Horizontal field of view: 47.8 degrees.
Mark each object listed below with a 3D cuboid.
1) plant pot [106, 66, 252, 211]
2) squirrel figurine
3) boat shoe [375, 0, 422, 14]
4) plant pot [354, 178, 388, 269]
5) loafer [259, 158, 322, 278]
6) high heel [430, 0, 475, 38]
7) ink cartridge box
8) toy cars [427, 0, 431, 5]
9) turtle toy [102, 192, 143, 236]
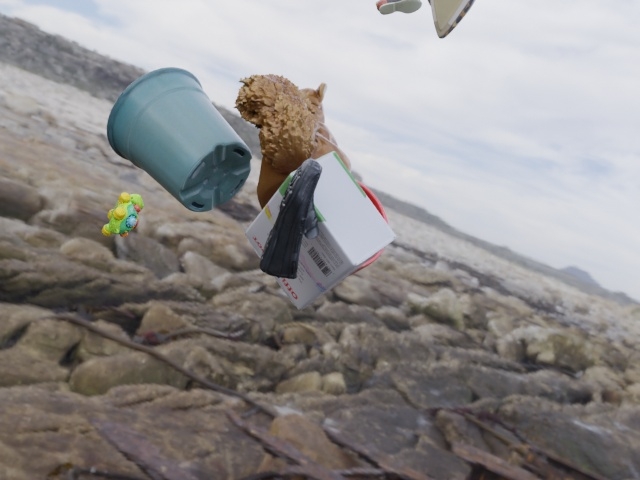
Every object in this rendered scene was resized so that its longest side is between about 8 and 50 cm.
[{"bbox_3d":[-0.397,-0.281,2.153,0.334,0.341,0.341,44,13,25],"label":"plant pot"},{"bbox_3d":[-0.062,-0.305,1.977,0.281,0.370,0.397,-10,-34,15],"label":"squirrel figurine"},{"bbox_3d":[0.230,-0.694,2.123,0.137,0.049,0.043,-11,47,-11],"label":"boat shoe"},{"bbox_3d":[0.000,0.000,1.829,0.275,0.275,0.243,20,-33,-14],"label":"plant pot"},{"bbox_3d":[-0.037,-0.033,1.226,0.078,0.223,0.076,19,25,-8],"label":"loafer"},{"bbox_3d":[0.278,-0.474,1.303,0.093,0.261,0.186,19,7,26],"label":"high heel"},{"bbox_3d":[-0.010,-0.010,1.394,0.201,0.117,0.278,54,-32,5],"label":"ink cartridge box"},{"bbox_3d":[0.381,-0.898,2.413,0.087,0.394,0.176,-22,-40,36],"label":"toy cars"},{"bbox_3d":[-0.453,-0.063,1.684,0.066,0.095,0.130,27,44,-22],"label":"turtle toy"}]
